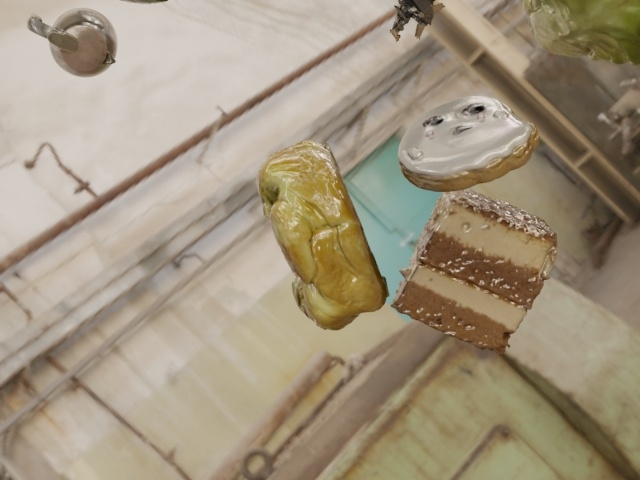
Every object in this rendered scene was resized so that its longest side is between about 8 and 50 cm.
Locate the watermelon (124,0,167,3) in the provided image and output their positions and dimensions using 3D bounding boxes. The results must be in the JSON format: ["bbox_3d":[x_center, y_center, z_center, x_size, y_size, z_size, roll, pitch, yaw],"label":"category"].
[{"bbox_3d":[-0.289,-0.370,1.185,0.080,0.155,0.101,-50,4,25],"label":"watermelon"}]

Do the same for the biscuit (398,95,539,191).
[{"bbox_3d":[0.191,-0.142,1.160,0.181,0.049,0.208,-23,34,1],"label":"biscuit"}]

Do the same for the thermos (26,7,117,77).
[{"bbox_3d":[-0.370,-0.298,1.258,0.105,0.137,0.193,-62,20,9],"label":"thermos"}]

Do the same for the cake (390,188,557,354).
[{"bbox_3d":[0.319,0.052,1.777,0.255,0.282,0.290,-60,-7,-78],"label":"cake"}]

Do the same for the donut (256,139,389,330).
[{"bbox_3d":[0.000,0.000,1.515,0.170,0.360,0.360,-21,-4,0],"label":"donut"}]

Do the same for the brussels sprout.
[{"bbox_3d":[0.474,-0.407,1.356,0.316,0.274,0.242,81,-163,-65],"label":"brussels sprout"}]

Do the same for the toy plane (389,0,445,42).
[{"bbox_3d":[0.146,-0.399,1.356,0.135,0.062,0.188,-52,-27,0],"label":"toy plane"}]
